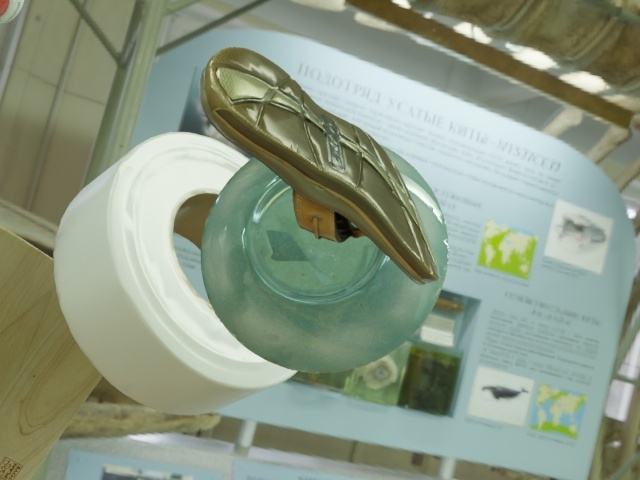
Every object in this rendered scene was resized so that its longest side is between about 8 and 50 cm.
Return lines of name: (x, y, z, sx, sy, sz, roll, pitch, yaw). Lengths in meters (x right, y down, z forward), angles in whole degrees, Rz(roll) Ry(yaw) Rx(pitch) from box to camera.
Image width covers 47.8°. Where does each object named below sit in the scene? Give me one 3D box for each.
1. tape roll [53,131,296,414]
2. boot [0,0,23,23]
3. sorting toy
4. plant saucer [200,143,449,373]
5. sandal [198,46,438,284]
tape roll: (-0.126, 0.033, 0.762, 0.100, 0.286, 0.286, -29, -31, 34)
boot: (-0.418, -0.303, 0.673, 0.244, 0.088, 0.176, 44, 19, -1)
sorting toy: (-0.396, 0.124, 0.848, 0.255, 0.257, 0.089, 39, -13, -24)
plant saucer: (0.000, 0.000, 0.545, 0.194, 0.195, 0.037, 14, -15, 10)
sandal: (0.000, -0.030, 0.379, 0.049, 0.072, 0.180, -32, -47, 29)
